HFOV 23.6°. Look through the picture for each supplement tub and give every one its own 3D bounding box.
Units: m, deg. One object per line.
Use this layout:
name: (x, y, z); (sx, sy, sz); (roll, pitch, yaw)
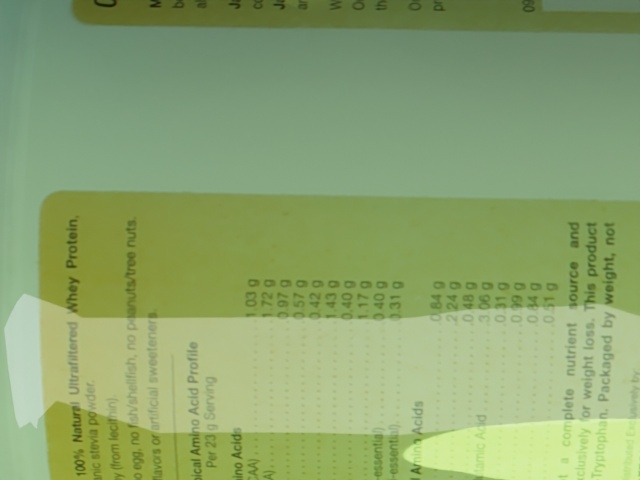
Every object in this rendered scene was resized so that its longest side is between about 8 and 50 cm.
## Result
supplement tub: (0.000, 0.000, 0.487); (0.316, 0.228, 0.228); (2, 125, 2)
